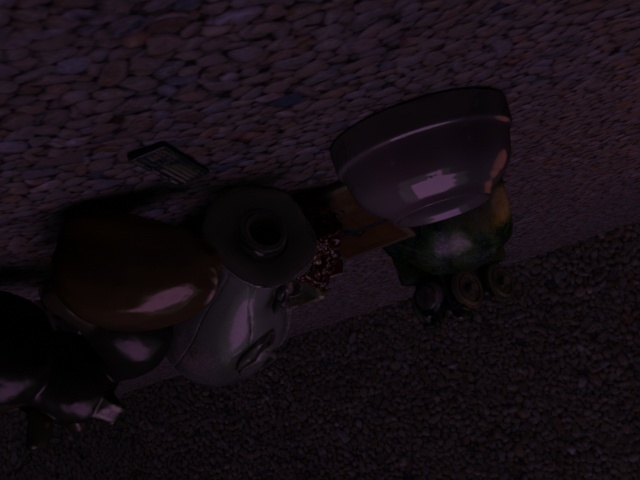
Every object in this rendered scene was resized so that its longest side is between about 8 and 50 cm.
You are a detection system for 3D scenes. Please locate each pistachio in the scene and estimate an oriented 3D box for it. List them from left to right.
[{"bbox_3d":[-0.283,0.056,1.438,0.260,0.163,0.212,14,129,3],"label":"pistachio"}]

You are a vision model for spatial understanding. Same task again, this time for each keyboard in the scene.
[{"bbox_3d":[-0.208,-0.104,1.309,0.055,0.014,0.176,-21,169,9],"label":"keyboard"}]

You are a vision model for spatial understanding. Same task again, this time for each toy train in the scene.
[{"bbox_3d":[0.322,0.069,2.278,0.307,0.249,0.173,-6,163,-44],"label":"toy train"}]

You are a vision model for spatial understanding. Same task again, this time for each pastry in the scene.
[{"bbox_3d":[-0.018,0.012,1.716,0.097,0.115,0.208,3,153,-7],"label":"pastry"}]

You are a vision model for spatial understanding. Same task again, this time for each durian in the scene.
[{"bbox_3d":[-0.107,0.096,2.118,0.252,0.139,0.144,-17,165,9],"label":"durian"}]

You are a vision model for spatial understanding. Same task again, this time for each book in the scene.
[{"bbox_3d":[0.050,-0.033,1.780,0.170,0.018,0.242,-22,146,28],"label":"book"}]

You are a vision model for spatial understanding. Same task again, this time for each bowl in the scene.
[{"bbox_3d":[0.169,-0.112,1.456,0.287,0.144,0.287,-15,168,-3],"label":"bowl"}]

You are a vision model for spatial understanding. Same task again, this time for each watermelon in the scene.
[{"bbox_3d":[0.248,-0.035,1.992,0.305,0.180,0.224,-13,125,7],"label":"watermelon"}]

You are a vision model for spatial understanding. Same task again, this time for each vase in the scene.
[{"bbox_3d":[-0.153,0.090,1.653,0.250,0.250,0.445,-11,154,-25],"label":"vase"}]

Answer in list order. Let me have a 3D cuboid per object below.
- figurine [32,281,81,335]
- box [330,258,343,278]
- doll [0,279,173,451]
[{"bbox_3d":[-0.424,0.127,1.870,0.144,0.182,0.257,27,-157,31],"label":"figurine"},{"bbox_3d":[-0.049,0.100,2.440,0.229,0.050,0.123,-15,171,-5],"label":"box"},{"bbox_3d":[-0.486,0.159,1.620,0.378,0.252,0.382,-47,129,13],"label":"doll"}]
